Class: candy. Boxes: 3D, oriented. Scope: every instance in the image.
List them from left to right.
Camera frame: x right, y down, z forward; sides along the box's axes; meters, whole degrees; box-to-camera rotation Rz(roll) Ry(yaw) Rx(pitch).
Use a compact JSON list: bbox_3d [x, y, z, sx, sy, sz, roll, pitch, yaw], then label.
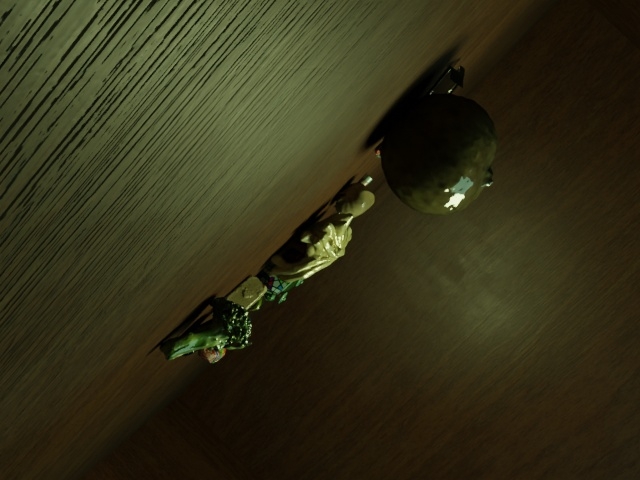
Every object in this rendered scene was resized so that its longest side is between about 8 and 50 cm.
[{"bbox_3d":[-0.441,0.430,2.483,0.124,0.124,0.365,-47,-177,21],"label":"candy"}]

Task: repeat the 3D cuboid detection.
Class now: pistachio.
[{"bbox_3d":[0.130,-0.153,2.194,0.223,0.152,0.127,142,-49,-64],"label":"pistachio"}]

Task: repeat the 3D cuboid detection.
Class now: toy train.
[{"bbox_3d":[-0.154,0.181,2.675,0.307,0.126,0.189,-40,173,-47],"label":"toy train"}]

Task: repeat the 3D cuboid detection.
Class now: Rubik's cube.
[{"bbox_3d":[-0.186,0.155,2.178,0.133,0.112,0.133,-43,176,-4],"label":"Rubik's cube"}]

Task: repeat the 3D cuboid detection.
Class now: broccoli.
[{"bbox_3d":[-0.348,0.283,1.680,0.274,0.177,0.198,-23,173,-14],"label":"broccoli"}]

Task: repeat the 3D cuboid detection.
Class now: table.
[{"bbox_3d":[0.426,-0.523,1.902,0.146,0.062,0.175,-48,-164,38],"label":"table"}]

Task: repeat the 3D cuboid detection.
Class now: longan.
[{"bbox_3d":[0.379,-0.274,1.761,0.391,0.391,0.391,-45,176,-4],"label":"longan"}]

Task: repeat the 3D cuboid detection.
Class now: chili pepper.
[{"bbox_3d":[-0.274,0.232,2.204,0.084,0.077,0.359,-20,179,-13],"label":"chili pepper"}]

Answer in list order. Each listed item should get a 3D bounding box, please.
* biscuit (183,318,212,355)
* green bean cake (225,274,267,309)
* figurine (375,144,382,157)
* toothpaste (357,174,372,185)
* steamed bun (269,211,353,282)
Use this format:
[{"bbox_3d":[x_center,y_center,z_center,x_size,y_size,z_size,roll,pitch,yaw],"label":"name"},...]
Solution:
[{"bbox_3d":[-0.404,0.328,1.876,0.194,0.053,0.194,-34,169,-8],"label":"biscuit"},{"bbox_3d":[-0.283,0.212,1.958,0.179,0.085,0.109,-42,178,-35],"label":"green bean cake"},{"bbox_3d":[0.226,-0.329,2.037,0.059,0.047,0.106,-10,-176,0],"label":"figurine"},{"bbox_3d":[0.143,-0.211,2.435,0.205,0.036,0.056,-42,178,8],"label":"toothpaste"},{"bbox_3d":[0.000,0.000,2.124,0.247,0.190,0.428,10,-148,41],"label":"steamed bun"}]
